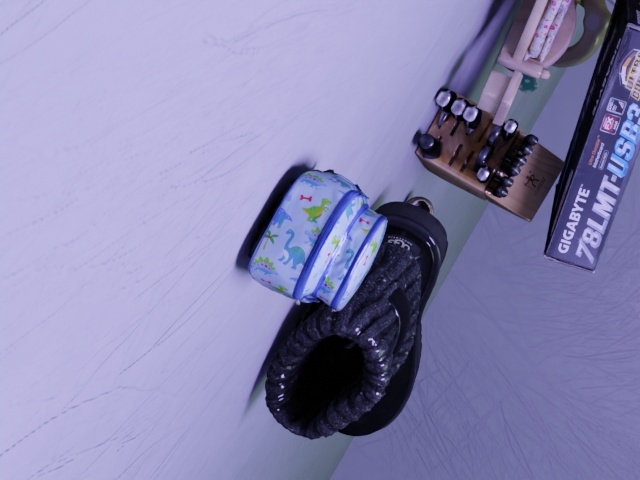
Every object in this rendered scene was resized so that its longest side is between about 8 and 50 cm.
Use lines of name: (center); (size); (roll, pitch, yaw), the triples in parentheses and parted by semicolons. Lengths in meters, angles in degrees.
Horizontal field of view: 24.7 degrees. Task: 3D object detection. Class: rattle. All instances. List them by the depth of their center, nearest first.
rattle: (0.277, -0.267, 1.933); (0.200, 0.130, 0.143); (-31, -178, 42)

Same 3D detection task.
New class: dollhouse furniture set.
dollhouse furniture set: (0.331, -0.314, 1.549); (0.303, 0.174, 0.355); (103, 11, -62)

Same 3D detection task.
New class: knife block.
knife block: (0.163, -0.124, 1.755); (0.088, 0.242, 0.276); (-59, -143, 1)

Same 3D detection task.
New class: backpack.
backpack: (0.000, 0.000, 1.110); (0.105, 0.084, 0.114); (-63, 169, 3)

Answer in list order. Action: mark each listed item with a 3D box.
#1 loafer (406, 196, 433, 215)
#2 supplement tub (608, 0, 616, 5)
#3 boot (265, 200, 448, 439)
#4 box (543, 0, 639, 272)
loafer: (0.103, 0.005, 1.888); (0.050, 0.056, 0.148); (86, 25, -75)
supplement tub: (0.464, -0.427, 1.885); (0.241, 0.241, 0.331); (-59, 172, -6)
boot: (0.028, 0.148, 1.619); (0.260, 0.131, 0.348); (-61, 165, -50)
box: (0.351, -0.145, 1.768); (0.293, 0.073, 0.295); (-57, 164, -67)
